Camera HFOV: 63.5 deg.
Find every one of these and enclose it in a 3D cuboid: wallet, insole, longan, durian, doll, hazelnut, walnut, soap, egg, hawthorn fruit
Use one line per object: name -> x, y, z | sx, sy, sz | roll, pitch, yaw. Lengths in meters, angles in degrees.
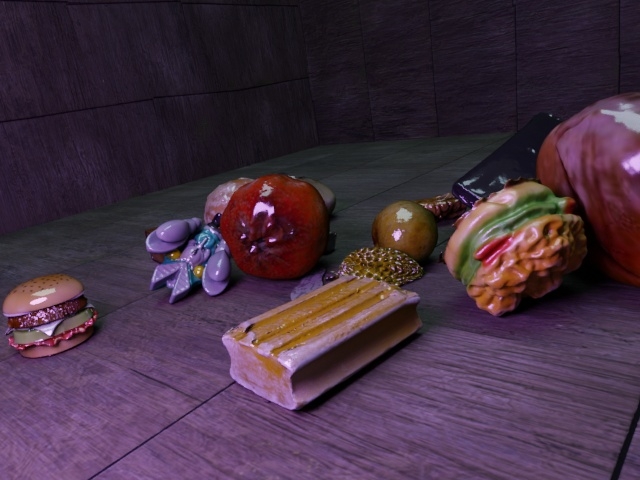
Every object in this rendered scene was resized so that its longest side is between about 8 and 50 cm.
wallet -> 0.545, -0.180, 1.323 | 0.406, 0.062, 0.228 | -38, 60, -25
insole -> -0.023, 0.094, 1.122 | 0.065, 0.006, 0.193 | -7, 16, 10
longan -> 0.173, -0.009, 1.133 | 0.176, 0.145, 0.155 | -28, -10, 3
durian -> 0.105, 0.066, 1.071 | 0.215, 0.086, 0.100 | -2, -16, 14
doll -> -0.299, 0.017, 1.192 | 0.194, 0.153, 0.258 | 11, 49, -16
hazelnut -> 0.547, -0.089, 0.872 | 0.315, 0.372, 0.372 | -54, 30, -11
walnut -> 0.331, -0.091, 1.451 | 0.170, 0.069, 0.143 | -12, 15, -14
soap -> 0.009, 0.140, 0.796 | 0.274, 0.089, 0.173 | -22, 19, -38
egg -> -0.216, -0.080, 1.480 | 0.245, 0.203, 0.203 | -14, 14, 17
hawthorn fruit -> -0.090, -0.052, 1.205 | 0.254, 0.254, 0.300 | -4, 28, 18

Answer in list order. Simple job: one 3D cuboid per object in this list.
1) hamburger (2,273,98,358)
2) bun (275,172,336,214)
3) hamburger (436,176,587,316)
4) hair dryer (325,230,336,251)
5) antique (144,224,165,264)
hamburger -> -0.538, 0.139, 1.022 | 0.175, 0.137, 0.175 | -10, 13, 2
bun -> -0.091, -0.133, 1.665 | 0.272, 0.168, 0.273 | -2, 12, 0
hamburger -> 0.329, 0.019, 0.845 | 0.237, 0.237, 0.149 | -17, 52, -25
hair dryer -> 0.007, -0.001, 1.385 | 0.106, 0.054, 0.154 | -5, 6, 28
antique -> -0.379, 0.023, 1.408 | 0.087, 0.093, 0.310 | -20, 20, -33
